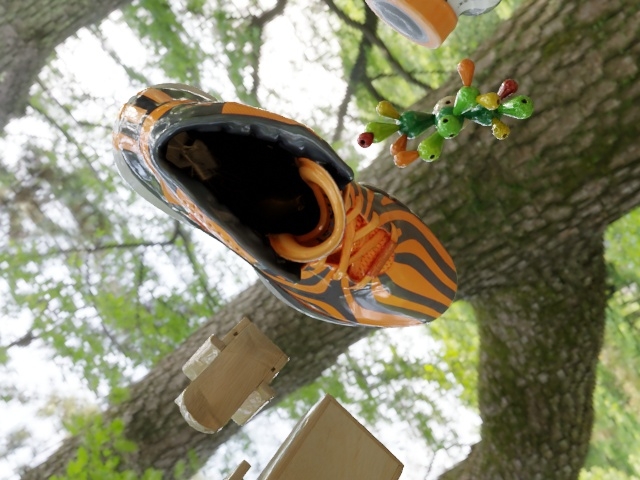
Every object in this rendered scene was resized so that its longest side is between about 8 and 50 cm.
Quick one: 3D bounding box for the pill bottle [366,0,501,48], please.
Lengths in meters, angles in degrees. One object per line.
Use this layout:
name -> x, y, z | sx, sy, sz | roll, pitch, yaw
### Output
pill bottle -> 0.141, -0.295, 0.813 | 0.130, 0.246, 0.130 | 35, 178, 1

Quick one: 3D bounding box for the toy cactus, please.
toy cactus -> 0.161, -0.167, 1.175 | 0.180, 0.218, 0.112 | -49, -61, -71

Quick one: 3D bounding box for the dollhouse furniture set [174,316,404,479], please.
dollhouse furniture set -> -0.102, 0.309, 0.881 | 0.303, 0.355, 0.174 | 44, -149, 1

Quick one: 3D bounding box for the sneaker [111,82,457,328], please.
sneaker -> 0.000, 0.000, 0.660 | 0.321, 0.125, 0.180 | 26, -179, -26
